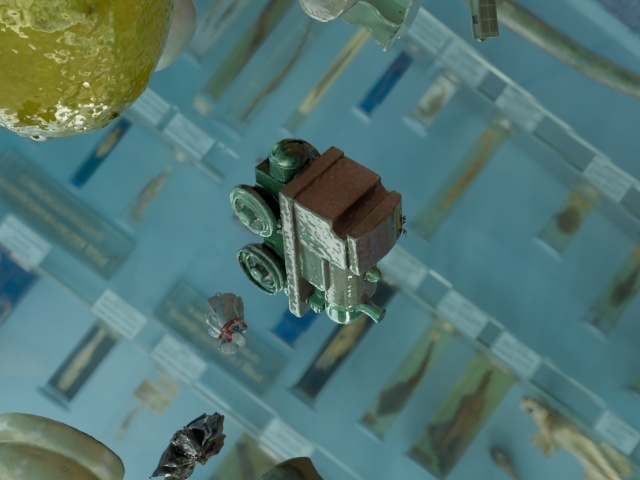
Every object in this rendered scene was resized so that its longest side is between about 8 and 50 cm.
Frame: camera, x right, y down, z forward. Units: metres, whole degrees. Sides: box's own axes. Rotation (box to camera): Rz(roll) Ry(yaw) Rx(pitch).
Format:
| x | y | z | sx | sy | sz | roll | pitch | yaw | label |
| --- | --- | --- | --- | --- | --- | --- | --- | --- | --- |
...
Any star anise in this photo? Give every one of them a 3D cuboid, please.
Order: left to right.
| x | y | z | sx | sy | sz | roll | pitch | yaw | label |
| --- | --- | --- | --- | --- | --- | --- | --- | --- | --- |
| -0.169 | 0.266 | 1.387 | 0.056 | 0.124 | 0.129 | 43 | 159 | 19 | star anise |

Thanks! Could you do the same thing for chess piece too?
| x | y | z | sx | sy | sz | roll | pitch | yaw | label |
| --- | --- | --- | --- | --- | --- | --- | --- | --- | --- |
| -0.344 | 0.354 | 1.180 | 0.167 | 0.300 | 0.167 | 12 | 144 | 9 | chess piece |

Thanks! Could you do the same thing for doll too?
| x | y | z | sx | sy | sz | roll | pitch | yaw | label |
| --- | --- | --- | --- | --- | --- | --- | --- | --- | --- |
| -0.175 | 0.152 | 2.022 | 0.079 | 0.094 | 0.180 | 35 | -167 | -30 | doll |

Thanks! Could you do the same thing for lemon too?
| x | y | z | sx | sy | sz | roll | pitch | yaw | label |
| --- | --- | --- | --- | --- | --- | --- | --- | --- | --- |
| -0.267 | -0.234 | 1.063 | 0.245 | 0.245 | 0.320 | 33 | 128 | 25 | lemon |

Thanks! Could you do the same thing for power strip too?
| x | y | z | sx | sy | sz | roll | pitch | yaw | label |
| --- | --- | --- | --- | --- | --- | --- | --- | --- | --- |
| 0.233 | -0.356 | 1.560 | 0.019 | 0.136 | 0.051 | 2 | -168 | 44 | power strip |

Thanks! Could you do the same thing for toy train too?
| x | y | z | sx | sy | sz | roll | pitch | yaw | label |
| --- | --- | --- | --- | --- | --- | --- | --- | --- | --- |
| 0.000 | 0.000 | 1.489 | 0.221 | 0.150 | 0.304 | 32 | 150 | 25 | toy train |

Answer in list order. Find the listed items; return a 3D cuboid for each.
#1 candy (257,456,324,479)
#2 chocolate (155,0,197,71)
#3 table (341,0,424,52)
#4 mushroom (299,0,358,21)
| x | y | z | sx | sy | sz | roll | pitch | yaw | label |
| --- | --- | --- | --- | --- | --- | --- | --- | --- | --- |
| -0.030 | 0.413 | 1.679 | 0.104 | 0.102 | 0.234 | 50 | 167 | 22 | candy |
| -0.248 | -0.306 | 1.482 | 0.147 | 0.221 | 0.221 | 40 | 172 | 4 | chocolate |
| 0.079 | -0.450 | 1.891 | 0.198 | 0.166 | 0.166 | 34 | 172 | 4 | table |
| 0.076 | -0.482 | 1.656 | 0.128 | 0.350 | 0.128 | 36 | -154 | -20 | mushroom |
